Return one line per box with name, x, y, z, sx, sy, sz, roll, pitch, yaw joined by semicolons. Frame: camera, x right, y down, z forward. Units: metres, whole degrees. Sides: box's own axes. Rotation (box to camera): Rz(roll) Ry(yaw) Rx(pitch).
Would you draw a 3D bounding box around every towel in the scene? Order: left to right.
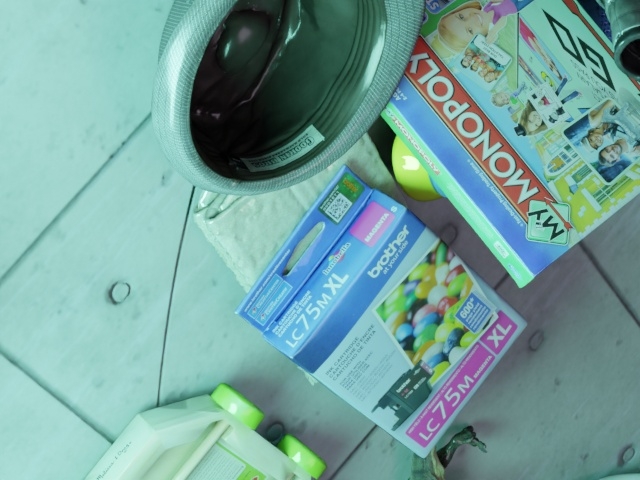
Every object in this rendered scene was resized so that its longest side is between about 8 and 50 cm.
towel;0.000;0.000;1.741;0.187;0.049;0.282;-42;133;-12

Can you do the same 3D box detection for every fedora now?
fedora;-0.048;-0.177;1.554;0.244;0.124;0.275;4;122;-36

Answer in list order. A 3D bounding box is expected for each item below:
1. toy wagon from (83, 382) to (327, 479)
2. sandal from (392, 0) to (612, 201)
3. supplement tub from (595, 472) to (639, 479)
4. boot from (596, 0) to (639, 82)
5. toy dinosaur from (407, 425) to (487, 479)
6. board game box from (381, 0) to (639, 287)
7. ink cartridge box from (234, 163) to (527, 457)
toy wagon;-0.109;0.304;1.802;0.267;0.068;0.344;-51;134;-4
sandal;0.219;-0.141;1.764;0.317;0.138;0.126;-49;135;-19
supplement tub;0.393;0.479;2.163;0.241;0.241;0.331;-11;119;-33
boot;0.251;-0.263;1.616;0.338;0.222;0.118;11;143;-39
toy dinosaur;0.134;0.270;1.979;0.118;0.064;0.268;-14;118;-24
board game box;0.170;-0.144;1.654;0.213;0.317;0.046;-37;175;-18
ink cartridge box;0.067;0.077;1.764;0.185;0.065;0.311;-52;133;-3
